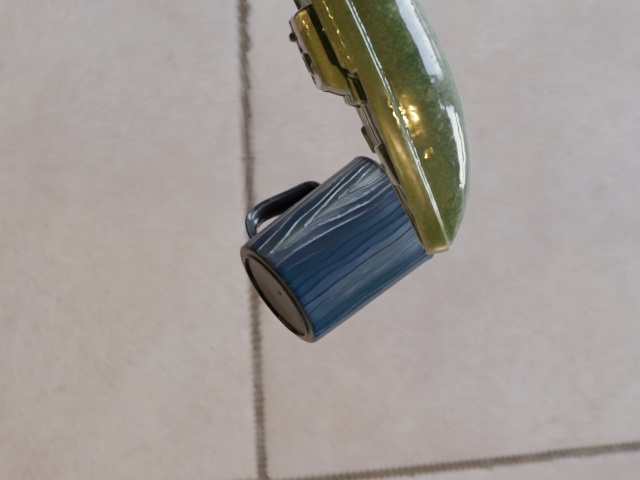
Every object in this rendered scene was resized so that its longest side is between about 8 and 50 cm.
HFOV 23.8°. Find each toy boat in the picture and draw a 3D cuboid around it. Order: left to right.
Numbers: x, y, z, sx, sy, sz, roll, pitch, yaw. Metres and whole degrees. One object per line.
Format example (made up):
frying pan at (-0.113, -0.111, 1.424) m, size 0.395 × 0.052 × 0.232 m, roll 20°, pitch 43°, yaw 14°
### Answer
toy boat at (0.001, -0.110, 0.722) m, size 0.085 × 0.078 × 0.260 m, roll -27°, pitch 96°, yaw -3°

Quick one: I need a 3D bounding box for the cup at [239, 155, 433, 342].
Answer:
cup at (0.006, 0.009, 1.359) m, size 0.138 × 0.150 × 0.113 m, roll -36°, pitch 106°, yaw -16°
